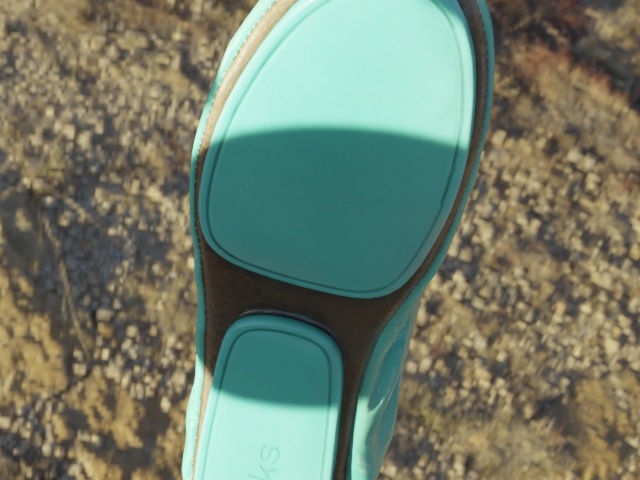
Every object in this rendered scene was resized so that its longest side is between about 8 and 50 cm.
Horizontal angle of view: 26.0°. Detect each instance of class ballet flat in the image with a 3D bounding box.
[{"bbox_3d":[0.000,0.000,0.452,0.083,0.247,0.087,15,36,3],"label":"ballet flat"}]
